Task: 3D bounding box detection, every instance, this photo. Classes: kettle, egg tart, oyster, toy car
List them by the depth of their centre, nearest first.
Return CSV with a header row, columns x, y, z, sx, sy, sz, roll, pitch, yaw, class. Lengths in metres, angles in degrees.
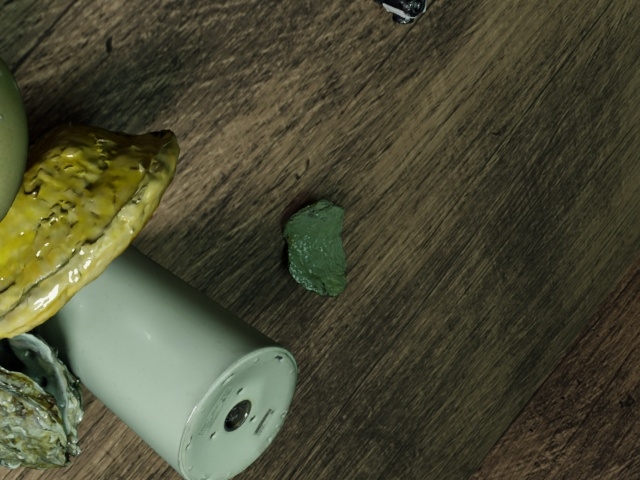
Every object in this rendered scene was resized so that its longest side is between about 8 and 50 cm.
x,y,z,sx,sy,sz,roll,pitch,yaw,class
-0.307,-0.028,1.145,0.341,0.341,0.132,-48,111,-17,egg tart
-0.394,0.212,1.324,0.351,0.162,0.158,82,33,-61,oyster
-0.190,0.149,1.372,0.265,0.318,0.205,-20,130,-46,kettle
0.132,-0.416,1.573,0.070,0.080,0.170,-35,140,-33,toy car

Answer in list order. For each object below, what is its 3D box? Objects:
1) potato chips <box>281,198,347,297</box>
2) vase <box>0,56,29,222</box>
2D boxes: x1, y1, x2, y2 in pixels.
x,y,z,sx,sy,sz,roll,pitch,yaw,class
0.005,0.002,1.765,0.167,0.059,0.228,-41,139,-36,potato chips
-0.442,-0.139,0.923,0.302,0.241,0.329,-2,86,-48,vase
